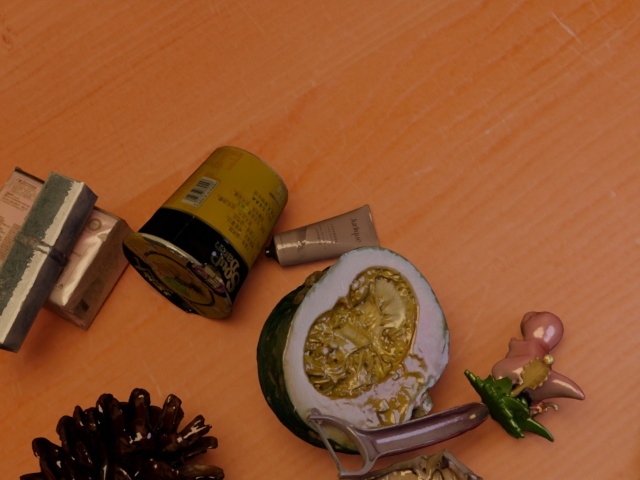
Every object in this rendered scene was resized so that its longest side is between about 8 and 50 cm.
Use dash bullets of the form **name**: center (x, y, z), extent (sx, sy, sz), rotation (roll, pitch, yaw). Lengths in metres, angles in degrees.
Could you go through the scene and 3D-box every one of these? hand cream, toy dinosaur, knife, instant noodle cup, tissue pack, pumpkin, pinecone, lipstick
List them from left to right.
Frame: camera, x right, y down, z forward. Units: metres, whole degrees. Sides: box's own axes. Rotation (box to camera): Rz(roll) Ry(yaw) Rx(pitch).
- **lipstick**: center (-0.454, 0.036, 2.084), extent (0.077, 0.076, 0.290), rotation (22, 76, 16)
- **tissue pack**: center (-0.450, 0.012, 2.202), extent (0.225, 0.124, 0.185), rotation (25, 72, 20)
- **pinecone**: center (-0.288, 0.349, 1.940), extent (0.296, 0.242, 0.298), rotation (-34, 42, -7)
- **instant noodle cup**: center (-0.173, -0.023, 2.131), extent (0.215, 0.215, 0.236), rotation (24, 65, 21)
- **hand cream**: center (0.000, 0.000, 2.162), extent (0.186, 0.054, 0.087), rotation (-14, 67, -2)
- **pumpkin**: center (0.036, 0.171, 1.984), extent (0.263, 0.197, 0.293), rotation (47, 69, -10)
- **knife**: center (0.115, 0.269, 1.877), extent (0.278, 0.053, 0.123), rotation (-7, 51, -30)
- **toy dinosaur**: center (0.325, 0.202, 1.968), extent (0.177, 0.152, 0.194), rotation (-39, 23, -8)

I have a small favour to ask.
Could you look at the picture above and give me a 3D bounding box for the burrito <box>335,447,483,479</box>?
- **burrito**: center (0.079, 0.415, 1.893), extent (0.332, 0.135, 0.190), rotation (-19, 94, -2)
